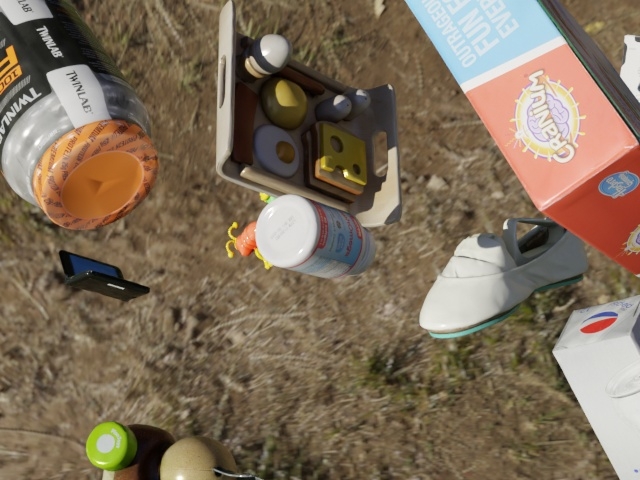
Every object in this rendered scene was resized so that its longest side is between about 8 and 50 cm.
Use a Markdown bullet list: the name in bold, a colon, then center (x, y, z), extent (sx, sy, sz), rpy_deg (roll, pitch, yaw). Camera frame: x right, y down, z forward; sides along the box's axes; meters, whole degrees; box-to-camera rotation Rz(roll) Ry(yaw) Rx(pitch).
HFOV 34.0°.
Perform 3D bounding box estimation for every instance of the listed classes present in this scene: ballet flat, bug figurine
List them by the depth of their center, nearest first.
- **ballet flat**: center (0.278, 0.037, 1.607), extent (0.400, 0.139, 0.139), rpy_deg (-17, 81, -45)
- **bug figurine**: center (-0.081, -0.107, 1.717), extent (0.072, 0.216, 0.279), rpy_deg (17, 56, -20)

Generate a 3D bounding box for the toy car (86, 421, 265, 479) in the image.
- **toy car**: center (-0.145, 0.276, 1.156), extent (0.188, 0.155, 0.149), rpy_deg (-4, 67, 14)

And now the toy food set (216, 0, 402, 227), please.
- **toy food set**: center (-0.009, -0.160, 1.365), extent (0.306, 0.092, 0.220), rpy_deg (19, 59, -39)

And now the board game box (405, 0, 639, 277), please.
- **board game box**: center (0.176, -0.091, 0.723), extent (0.064, 0.316, 0.242), rpy_deg (-38, 59, 20)

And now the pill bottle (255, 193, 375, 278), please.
- **pill bottle**: center (0.000, 0.000, 1.263), extent (0.087, 0.160, 0.087), rpy_deg (-6, 78, 32)

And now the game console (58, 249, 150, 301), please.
- **game console**: center (-0.351, 0.050, 1.703), extent (0.122, 0.107, 0.071), rpy_deg (20, 62, -40)

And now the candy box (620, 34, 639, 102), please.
- **candy box**: center (0.373, -0.113, 1.100), extent (0.164, 0.070, 0.196), rpy_deg (-9, 107, -49)

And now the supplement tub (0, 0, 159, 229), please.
- **supplement tub**: center (-0.340, -0.172, 1.328), extent (0.193, 0.194, 0.316), rpy_deg (-28, 56, -16)

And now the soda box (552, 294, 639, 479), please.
- **soda box**: center (0.373, 0.206, 1.173), extent (0.286, 0.098, 0.091), rpy_deg (60, 40, -14)
